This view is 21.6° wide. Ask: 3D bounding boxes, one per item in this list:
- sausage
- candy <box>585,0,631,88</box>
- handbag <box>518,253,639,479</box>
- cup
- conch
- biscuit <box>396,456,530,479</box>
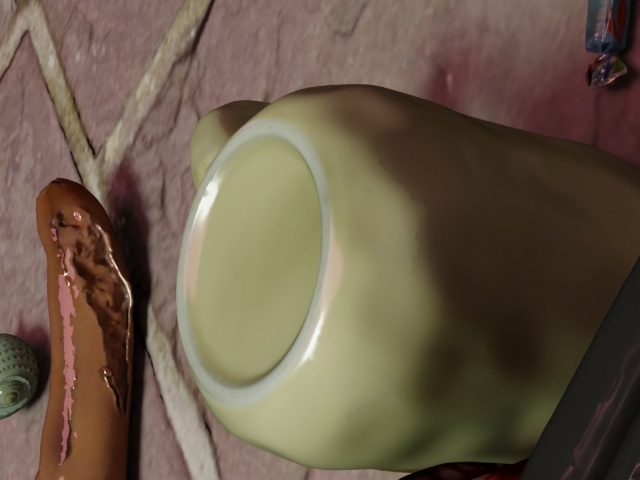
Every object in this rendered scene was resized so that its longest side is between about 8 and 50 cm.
[{"bbox_3d":[-0.170,0.101,1.206,0.078,0.078,0.304,-21,65,52],"label":"sausage"},{"bbox_3d":[0.147,-0.117,0.843,0.030,0.020,0.083,0,79,55],"label":"candy"},{"bbox_3d":[0.184,0.093,0.501,0.275,0.244,0.088,-61,3,-8],"label":"handbag"},{"bbox_3d":[0.041,-0.008,0.806,0.173,0.202,0.255,-50,43,37],"label":"cup"},{"bbox_3d":[-0.253,0.107,1.340,0.085,0.056,0.076,-96,12,-56],"label":"conch"},{"bbox_3d":[0.147,0.102,0.668,0.235,0.151,0.063,-18,56,51],"label":"biscuit"}]
